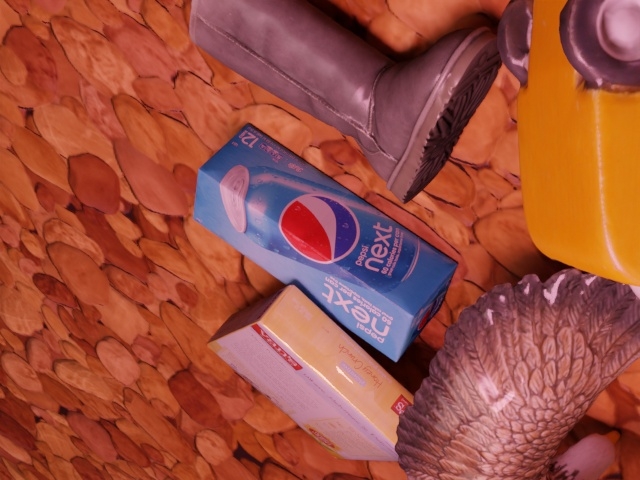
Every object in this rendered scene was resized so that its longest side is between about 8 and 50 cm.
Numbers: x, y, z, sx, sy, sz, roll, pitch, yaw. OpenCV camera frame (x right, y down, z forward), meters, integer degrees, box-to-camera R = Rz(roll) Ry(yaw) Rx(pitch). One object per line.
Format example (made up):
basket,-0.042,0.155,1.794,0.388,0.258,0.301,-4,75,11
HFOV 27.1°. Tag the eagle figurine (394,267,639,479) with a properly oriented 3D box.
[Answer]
eagle figurine,0.157,0.184,0.963,0.226,0.225,0.298,23,147,0

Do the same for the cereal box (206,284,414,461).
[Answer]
cereal box,-0.003,0.122,1.159,0.173,0.047,0.240,43,163,-6

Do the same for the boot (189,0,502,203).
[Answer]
boot,0.009,-0.135,0.905,0.208,0.076,0.190,45,146,11

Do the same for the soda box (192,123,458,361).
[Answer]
soda box,0.000,0.000,1.060,0.210,0.067,0.071,34,147,14

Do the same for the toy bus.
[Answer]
toy bus,0.157,-0.148,0.560,0.130,0.333,0.108,4,-175,-9

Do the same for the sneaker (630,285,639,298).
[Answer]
sneaker,0.296,0.035,0.753,0.322,0.130,0.236,36,178,-28
